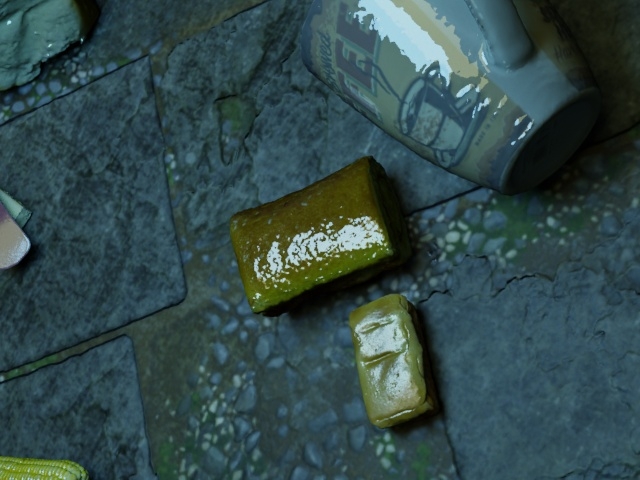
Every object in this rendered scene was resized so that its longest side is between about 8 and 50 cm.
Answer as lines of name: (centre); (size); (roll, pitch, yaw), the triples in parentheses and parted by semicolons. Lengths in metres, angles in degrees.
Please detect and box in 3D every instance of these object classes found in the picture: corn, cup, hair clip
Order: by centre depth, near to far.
cup: (0.143, -0.196, 1.388); (0.227, 0.301, 0.257); (-41, 66, -13)
corn: (-0.334, 0.281, 1.608); (0.165, 0.063, 0.085); (3, 85, 30)
hair clip: (-0.397, -0.023, 1.735); (0.054, 0.022, 0.137); (-41, 61, 3)

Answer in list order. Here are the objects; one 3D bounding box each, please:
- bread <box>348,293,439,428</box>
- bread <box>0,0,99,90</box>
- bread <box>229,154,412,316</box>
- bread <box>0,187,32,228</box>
bread: (0.073, 0.123, 1.451); (0.074, 0.053, 0.132); (-18, 68, 22)
bread: (-0.442, -0.334, 1.768); (0.225, 0.250, 0.279); (-38, 55, 4)
bread: (0.000, 0.000, 1.500); (0.172, 0.103, 0.132); (-25, 61, 18)
bread: (-0.417, 0.008, 1.762); (0.068, 0.028, 0.154); (33, 90, 32)
